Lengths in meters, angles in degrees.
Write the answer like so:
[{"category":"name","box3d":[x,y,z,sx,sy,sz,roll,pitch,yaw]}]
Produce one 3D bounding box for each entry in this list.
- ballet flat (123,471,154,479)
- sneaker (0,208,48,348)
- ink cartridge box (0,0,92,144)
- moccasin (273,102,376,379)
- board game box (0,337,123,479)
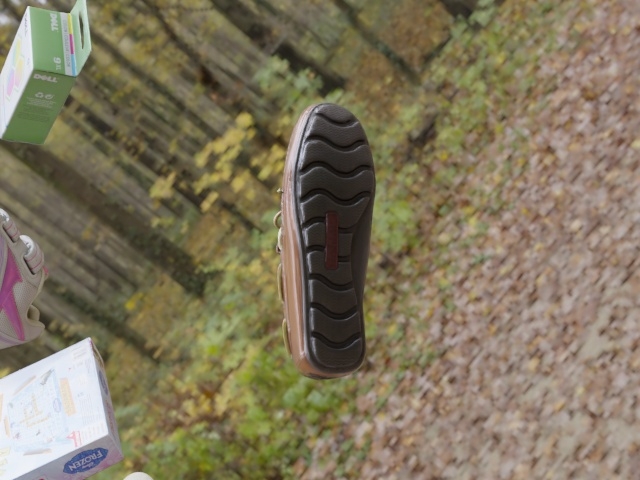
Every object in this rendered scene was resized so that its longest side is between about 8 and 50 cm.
[{"category":"ballet flat","box3d":[-0.246,0.412,1.404,0.086,0.086,0.248,-45,44,34]},{"category":"sneaker","box3d":[-0.364,0.014,1.178,0.103,0.111,0.252,-130,38,-53]},{"category":"ink cartridge box","box3d":[-0.367,-0.231,1.389,0.209,0.062,0.109,-46,46,46]},{"category":"moccasin","box3d":[0.003,0.000,1.457,0.147,0.139,0.380,163,103,-66]},{"category":"board game box","box3d":[-0.512,0.332,1.809,0.318,0.066,0.319,-25,29,-5]}]
